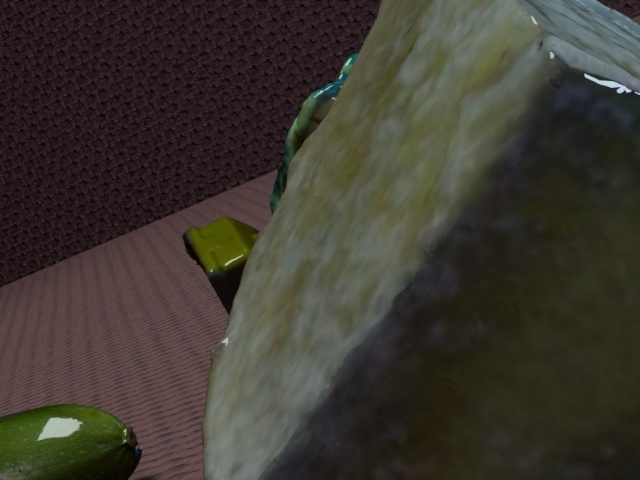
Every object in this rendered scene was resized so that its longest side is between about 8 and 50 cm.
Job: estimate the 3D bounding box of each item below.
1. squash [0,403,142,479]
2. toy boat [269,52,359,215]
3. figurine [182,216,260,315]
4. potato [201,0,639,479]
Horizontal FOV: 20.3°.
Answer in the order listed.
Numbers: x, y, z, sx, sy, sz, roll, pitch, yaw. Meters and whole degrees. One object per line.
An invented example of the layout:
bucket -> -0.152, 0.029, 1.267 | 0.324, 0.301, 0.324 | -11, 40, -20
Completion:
squash -> -0.269, 0.183, 1.261 | 0.341, 0.094, 0.094 | -19, 10, 32
toy boat -> 0.003, 0.010, 1.199 | 0.108, 0.099, 0.293 | -5, -40, -27
figurine -> 0.081, -0.003, 1.036 | 0.285, 0.167, 0.342 | -29, 3, -1
potato -> 0.085, 0.020, 0.800 | 0.264, 0.189, 0.211 | -55, 25, 9
